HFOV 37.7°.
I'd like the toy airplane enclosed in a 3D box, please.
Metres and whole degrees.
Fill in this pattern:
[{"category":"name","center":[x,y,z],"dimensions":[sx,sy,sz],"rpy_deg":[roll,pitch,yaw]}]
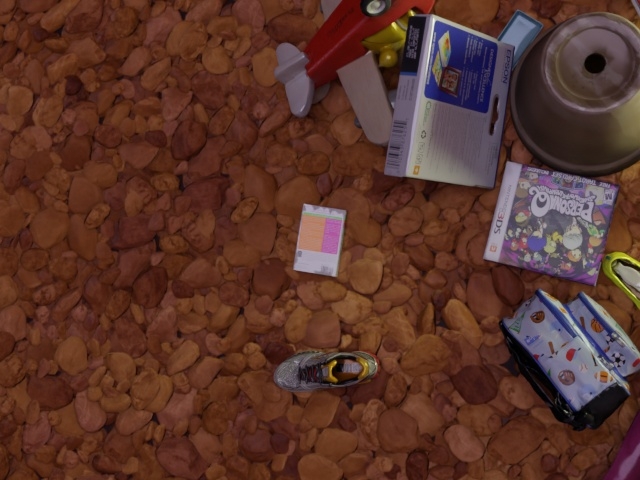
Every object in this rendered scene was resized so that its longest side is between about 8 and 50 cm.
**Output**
[{"category":"toy airplane","center":[0.087,-0.401,1.939],"dimensions":[0.384,0.272,0.386],"rpy_deg":[21,101,52]}]

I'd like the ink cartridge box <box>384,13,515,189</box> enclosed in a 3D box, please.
[{"category":"ink cartridge box","center":[0.259,-0.262,1.843],"dimensions":[0.072,0.307,0.304],"rpy_deg":[11,95,39]}]

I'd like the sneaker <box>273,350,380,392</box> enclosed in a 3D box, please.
[{"category":"sneaker","center":[0.007,0.268,1.955],"dimensions":[0.225,0.092,0.088],"rpy_deg":[-11,82,13]}]

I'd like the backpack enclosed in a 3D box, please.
[{"category":"backpack","center":[0.471,0.211,1.768],"dimensions":[0.213,0.276,0.263],"rpy_deg":[-46,70,1]}]

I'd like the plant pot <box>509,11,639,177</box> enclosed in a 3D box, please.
[{"category":"plant pot","center":[0.518,-0.303,1.788],"dimensions":[0.323,0.280,0.323],"rpy_deg":[-2,83,14]}]

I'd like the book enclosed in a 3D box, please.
[{"category":"book","center":[0.000,0.000,2.015],"dimensions":[0.096,0.035,0.144],"rpy_deg":[9,87,12]}]

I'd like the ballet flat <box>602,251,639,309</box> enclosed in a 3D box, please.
[{"category":"ballet flat","center":[0.645,0.107,1.819],"dimensions":[0.231,0.077,0.077],"rpy_deg":[42,94,14]}]

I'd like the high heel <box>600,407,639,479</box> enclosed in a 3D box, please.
[{"category":"high heel","center":[0.575,0.435,1.814],"dimensions":[0.377,0.127,0.181],"rpy_deg":[-36,49,13]}]

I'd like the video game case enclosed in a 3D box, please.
[{"category":"video game case","center":[0.466,-0.035,1.896],"dimensions":[0.232,0.042,0.210],"rpy_deg":[14,90,15]}]

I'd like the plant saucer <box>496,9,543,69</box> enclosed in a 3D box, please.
[{"category":"plant saucer","center":[0.385,-0.387,1.963],"dimensions":[0.067,0.018,0.192],"rpy_deg":[36,95,14]}]

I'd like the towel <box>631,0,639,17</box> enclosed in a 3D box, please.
[{"category":"towel","center":[0.742,-0.555,1.829],"dimensions":[0.328,0.037,0.237],"rpy_deg":[-20,79,-8]}]
